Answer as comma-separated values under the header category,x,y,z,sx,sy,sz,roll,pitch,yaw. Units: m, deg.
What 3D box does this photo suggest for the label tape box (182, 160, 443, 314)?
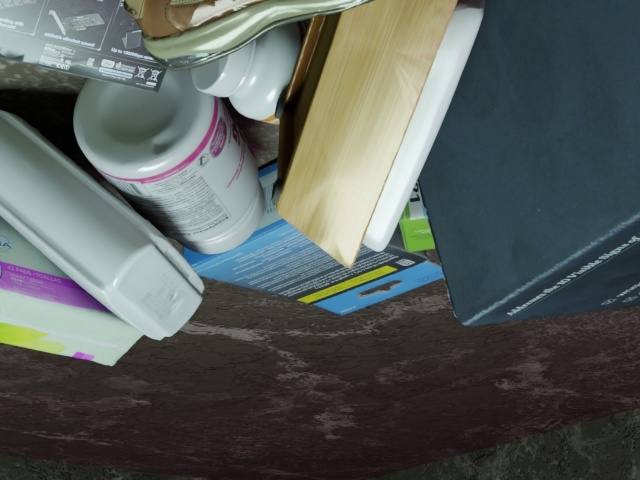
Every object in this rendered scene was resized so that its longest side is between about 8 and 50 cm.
category,x,y,z,sx,sy,sz,roll,pitch,yaw
label tape box,0.000,0.000,1.696,0.241,0.105,0.334,-23,152,38

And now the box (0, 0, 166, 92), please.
category,x,y,z,sx,sy,sz,roll,pitch,yaw
box,-0.240,-0.266,0.933,0.308,0.076,0.242,9,123,-28

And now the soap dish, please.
category,x,y,z,sx,sy,sz,roll,pitch,yaw
soap dish,0.042,-0.157,1.063,0.118,0.229,0.290,13,126,-10

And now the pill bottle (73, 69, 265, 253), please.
category,x,y,z,sx,sy,sz,roll,pitch,yaw
pill bottle,-0.165,-0.095,1.374,0.160,0.160,0.283,-8,157,9

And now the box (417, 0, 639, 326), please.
category,x,y,z,sx,sy,sz,roll,pitch,yaw
box,0.405,-0.142,1.114,0.472,0.297,0.480,-5,160,-29

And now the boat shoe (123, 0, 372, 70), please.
category,x,y,z,sx,sy,sz,roll,pitch,yaw
boat shoe,-0.019,-0.239,0.881,0.324,0.122,0.120,-21,124,18

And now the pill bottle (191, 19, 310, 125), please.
category,x,y,z,sx,sy,sz,roll,pitch,yaw
pill bottle,-0.023,-0.180,1.250,0.216,0.121,0.121,11,153,-32

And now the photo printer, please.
category,x,y,z,sx,sy,sz,roll,pitch,yaw
photo printer,-0.299,-0.025,1.398,0.107,0.307,0.256,-49,163,-8

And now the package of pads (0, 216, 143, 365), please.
category,x,y,z,sx,sy,sz,roll,pitch,yaw
package of pads,-0.397,0.033,1.555,0.101,0.229,0.297,-43,143,21

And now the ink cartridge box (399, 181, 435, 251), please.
category,x,y,z,sx,sy,sz,roll,pitch,yaw
ink cartridge box,0.212,-0.106,1.384,0.255,0.188,0.097,-9,155,7
